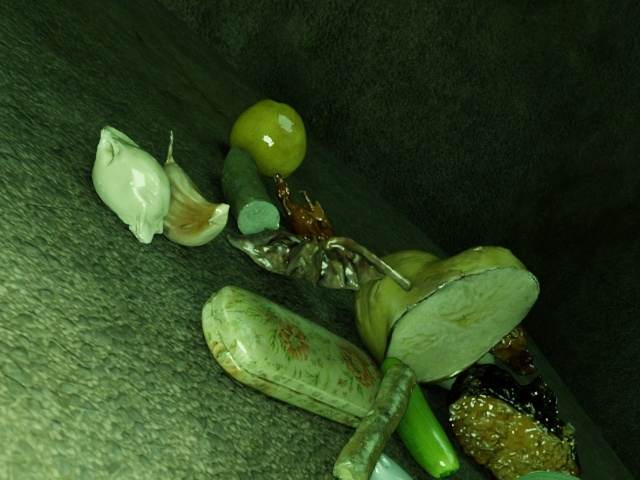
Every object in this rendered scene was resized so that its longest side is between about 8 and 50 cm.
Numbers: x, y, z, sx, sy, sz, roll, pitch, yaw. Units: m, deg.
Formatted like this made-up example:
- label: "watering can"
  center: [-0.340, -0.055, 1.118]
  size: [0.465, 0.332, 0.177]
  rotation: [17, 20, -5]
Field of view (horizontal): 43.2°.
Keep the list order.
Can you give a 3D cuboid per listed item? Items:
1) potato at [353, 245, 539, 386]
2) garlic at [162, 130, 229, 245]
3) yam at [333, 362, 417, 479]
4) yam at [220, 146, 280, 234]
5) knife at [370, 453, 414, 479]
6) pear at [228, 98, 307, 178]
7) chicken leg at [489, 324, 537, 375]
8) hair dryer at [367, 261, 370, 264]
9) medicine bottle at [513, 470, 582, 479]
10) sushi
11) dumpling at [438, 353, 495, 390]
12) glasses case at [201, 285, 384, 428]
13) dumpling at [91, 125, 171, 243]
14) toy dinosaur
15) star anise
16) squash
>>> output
- label: "potato"
  center: [0.227, 0.102, 1.746]
  size: [0.290, 0.397, 0.296]
  rotation: [14, 34, -32]
- label: "garlic"
  center: [-0.239, -0.076, 1.399]
  size: [0.090, 0.128, 0.198]
  rotation: [2, 46, -49]
- label: "yam"
  center: [0.093, 0.289, 1.276]
  size: [0.061, 0.061, 0.253]
  rotation: [45, 38, -3]
- label: "yam"
  center: [-0.166, -0.110, 1.798]
  size: [0.106, 0.106, 0.259]
  rotation: [36, 15, -36]
- label: "knife"
  center: [0.176, 0.445, 1.327]
  size: [0.331, 0.044, 0.080]
  rotation: [43, 11, -26]
- label: "pear"
  center: [-0.136, -0.271, 2.140]
  size: [0.209, 0.209, 0.209]
  rotation: [43, 13, -12]
- label: "chicken leg"
  center: [0.440, 0.254, 1.882]
  size: [0.113, 0.093, 0.304]
  rotation: [9, -18, 26]
- label: "hair dryer"
  center: [0.142, 0.095, 2.266]
  size: [0.255, 0.070, 0.128]
  rotation: [35, 16, -15]
- label: "medicine bottle"
  center: [0.321, 0.489, 1.187]
  size: [0.236, 0.236, 0.406]
  rotation: [50, 12, 18]
- label: "sushi"
  center: [0.444, 0.425, 1.809]
  size: [0.348, 0.234, 0.207]
  rotation: [40, 14, -5]
- label: "dumpling"
  center: [0.313, 0.271, 2.021]
  size: [0.341, 0.181, 0.260]
  rotation: [23, -3, 0]
- label: "glasses case"
  center: [-0.026, 0.196, 1.299]
  size: [0.425, 0.098, 0.156]
  rotation: [33, 25, -45]
- label: "dumpling"
  center: [-0.301, -0.091, 1.311]
  size: [0.136, 0.118, 0.199]
  rotation: [-4, 79, -84]
- label: "toy dinosaur"
  center: [0.000, 0.000, 2.013]
  size: [0.432, 0.097, 0.208]
  rotation: [54, -2, 5]
- label: "star anise"
  center: [-0.008, 0.037, 1.633]
  size: [0.292, 0.109, 0.349]
  rotation: [2, 10, -42]
- label: "squash"
  center: [0.176, 0.339, 1.542]
  size: [0.082, 0.082, 0.292]
  rotation: [35, 18, -40]
